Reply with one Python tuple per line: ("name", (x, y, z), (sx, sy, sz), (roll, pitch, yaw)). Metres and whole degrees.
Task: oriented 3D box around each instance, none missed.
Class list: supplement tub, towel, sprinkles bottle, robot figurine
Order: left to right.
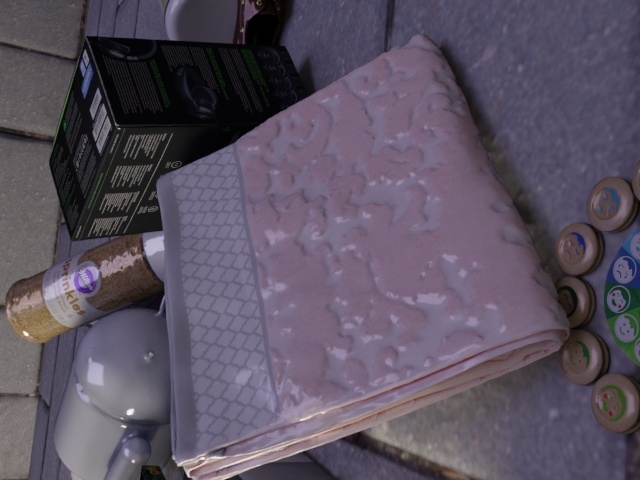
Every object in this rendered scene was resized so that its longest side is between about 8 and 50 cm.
("sprinkles bottle", (-0.357, 0.065, 1.181), (0.355, 0.121, 0.121), (-22, 58, 21))
("robot figurine", (-0.303, 0.249, 1.122), (0.354, 0.199, 0.300), (-62, 30, 33))
("supplement tub", (-0.187, -0.387, 1.136), (0.144, 0.144, 0.200), (-62, 33, 33))
("towel", (0.000, 0.000, 0.599), (0.316, 0.053, 0.332), (-25, 51, 16))

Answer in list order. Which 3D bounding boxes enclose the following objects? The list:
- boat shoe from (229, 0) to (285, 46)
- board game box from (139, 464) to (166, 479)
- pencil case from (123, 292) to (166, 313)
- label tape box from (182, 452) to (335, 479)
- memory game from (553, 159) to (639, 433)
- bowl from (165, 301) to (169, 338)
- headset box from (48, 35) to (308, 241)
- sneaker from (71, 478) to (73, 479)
("boat shoe", (-0.083, -0.325, 1.006), (0.073, 0.073, 0.207), (42, 127, 56))
("board game box", (-0.191, 0.373, 0.835), (0.259, 0.030, 0.136), (-176, 96, -68))
("pencil case", (-0.319, 0.042, 1.295), (0.124, 0.124, 0.284), (22, 102, 62))
("label tape box", (-0.104, 0.347, 0.815), (0.347, 0.115, 0.249), (13, 94, 61))
("memory game", (0.206, 0.034, 0.420), (0.186, 0.012, 0.186), (-27, 59, 58))
("bowl", (-0.107, 0.047, 0.816), (0.298, 0.134, 0.298), (180, 90, -72))
("headset box", (-0.172, -0.127, 0.909), (0.246, 0.282, 0.131), (-48, 58, 48))
("sneaker", (-0.399, 0.436, 1.358), (0.112, 0.120, 0.299), (33, 125, 27))
